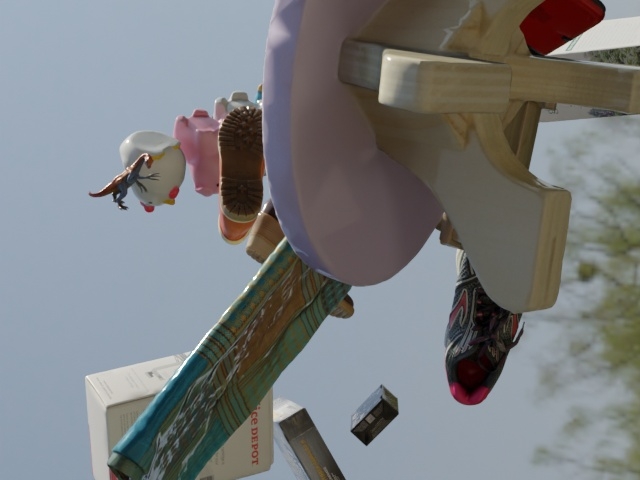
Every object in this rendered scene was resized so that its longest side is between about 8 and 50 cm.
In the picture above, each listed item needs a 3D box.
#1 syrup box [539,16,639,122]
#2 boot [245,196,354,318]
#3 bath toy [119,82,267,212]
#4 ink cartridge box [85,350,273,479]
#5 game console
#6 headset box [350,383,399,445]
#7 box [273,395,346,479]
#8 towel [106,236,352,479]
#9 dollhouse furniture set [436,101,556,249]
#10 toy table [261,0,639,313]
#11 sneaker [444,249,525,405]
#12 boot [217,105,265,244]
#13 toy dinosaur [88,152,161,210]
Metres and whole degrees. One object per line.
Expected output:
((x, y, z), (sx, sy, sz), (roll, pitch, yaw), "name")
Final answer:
((0.375, -0.211, 1.604), (0.096, 0.237, 0.093), (-50, -51, -45), "syrup box")
((0.000, 0.000, 2.394), (0.248, 0.090, 0.207), (39, -118, -15), "boot")
((-0.164, -0.134, 2.101), (0.348, 0.151, 0.129), (-25, -44, -40), "bath toy")
((-0.229, 0.302, 2.180), (0.283, 0.117, 0.207), (-11, -62, -24), "ink cartridge box")
((0.149, -0.223, 1.083), (0.144, 0.124, 0.085), (30, -122, -22), "game console")
((0.071, 0.228, 1.744), (0.062, 0.032, 0.083), (-46, 4, 7), "headset box")
((-0.028, 0.372, 2.325), (0.056, 0.231, 0.183), (-31, -85, -11), "box")
((-0.078, 0.127, 1.397), (0.370, 0.040, 0.271), (-51, -15, -18), "towel")
((0.149, -0.143, 1.475), (0.355, 0.174, 0.303), (16, -93, -66), "dollhouse furniture set")
((0.085, -0.094, 0.778), (0.252, 0.161, 0.274), (-19, -64, -40), "toy table")
((0.240, 0.101, 1.853), (0.112, 0.121, 0.299), (-76, -8, -52), "sneaker")
((-0.090, -0.073, 1.469), (0.084, 0.059, 0.157), (105, 172, -58), "boot")
((-0.258, -0.083, 1.784), (0.047, 0.090, 0.082), (-117, 42, -66), "toy dinosaur")
